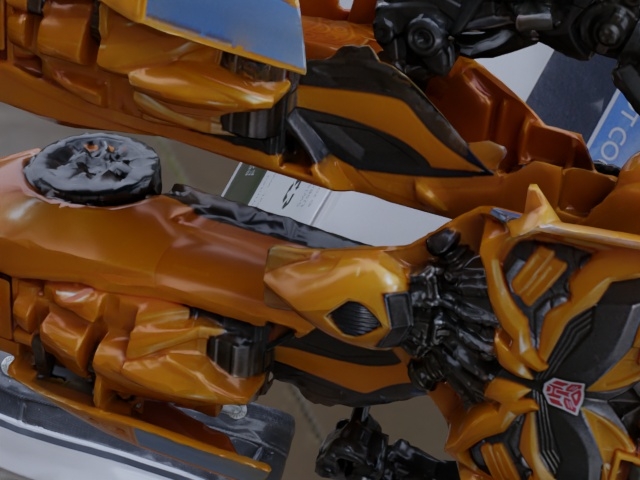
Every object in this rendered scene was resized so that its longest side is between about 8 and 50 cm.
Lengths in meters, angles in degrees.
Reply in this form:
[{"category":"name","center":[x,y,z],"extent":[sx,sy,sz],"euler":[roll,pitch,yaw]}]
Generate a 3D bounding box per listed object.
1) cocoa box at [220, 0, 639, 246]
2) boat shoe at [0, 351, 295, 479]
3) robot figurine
[{"category":"cocoa box","center":[0.133,-0.089,0.875],"extent":[0.228,0.347,0.231],"euler":[31,-8,-15]},{"category":"boat shoe","center":[-0.158,0.097,0.975],"extent":[0.301,0.102,0.108],"euler":[15,-14,23]},{"category":"robot figurine","center":[0.000,0.000,0.470],"extent":[0.291,0.211,0.085],"euler":[17,35,17]}]
